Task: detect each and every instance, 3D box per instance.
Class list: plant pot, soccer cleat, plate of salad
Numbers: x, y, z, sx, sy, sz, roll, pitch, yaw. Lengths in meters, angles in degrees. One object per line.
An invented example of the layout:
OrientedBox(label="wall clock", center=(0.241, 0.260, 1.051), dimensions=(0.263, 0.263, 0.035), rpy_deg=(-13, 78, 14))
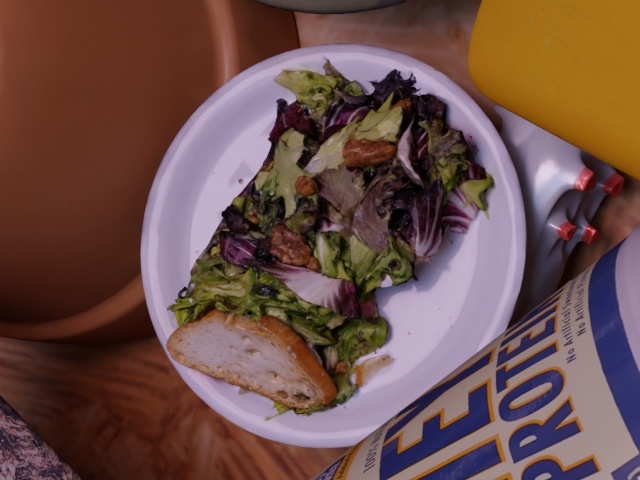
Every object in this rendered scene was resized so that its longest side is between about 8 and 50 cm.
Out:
OrientedBox(label="plant pot", center=(-0.184, -0.083, 1.017), dimensions=(0.291, 0.203, 0.291), rpy_deg=(0, 90, 30))
OrientedBox(label="soccer cleat", center=(0.080, 0.025, 0.941), dimensions=(0.076, 0.068, 0.196), rpy_deg=(33, 101, 35))
OrientedBox(label="plate of salad", center=(0.000, 0.000, 0.911), dimensions=(0.200, 0.048, 0.200), rpy_deg=(-3, 81, 20))

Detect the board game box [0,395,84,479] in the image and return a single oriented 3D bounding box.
OrientedBox(label="board game box", center=(-0.204, 0.203, 0.931), dimensions=(0.291, 0.141, 0.232), rpy_deg=(47, 74, -13))

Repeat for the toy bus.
OrientedBox(label="toy bus", center=(0.169, -0.072, 0.773), dimensions=(0.333, 0.130, 0.108), rpy_deg=(38, 115, 57))

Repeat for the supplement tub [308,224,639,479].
OrientedBox(label="supplement tub", center=(0.109, 0.163, 0.819), dimensions=(0.325, 0.235, 0.235), rpy_deg=(-40, 70, 24))

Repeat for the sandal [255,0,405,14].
OrientedBox(label="sandal", center=(-0.043, -0.221, 0.970), dimensions=(0.303, 0.120, 0.086), rpy_deg=(45, 152, 24))
